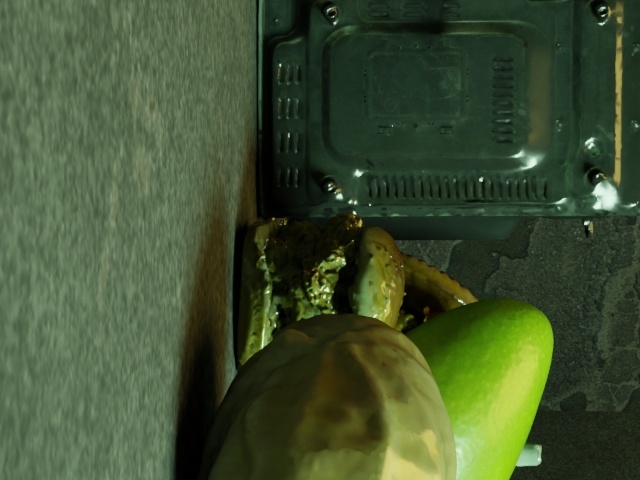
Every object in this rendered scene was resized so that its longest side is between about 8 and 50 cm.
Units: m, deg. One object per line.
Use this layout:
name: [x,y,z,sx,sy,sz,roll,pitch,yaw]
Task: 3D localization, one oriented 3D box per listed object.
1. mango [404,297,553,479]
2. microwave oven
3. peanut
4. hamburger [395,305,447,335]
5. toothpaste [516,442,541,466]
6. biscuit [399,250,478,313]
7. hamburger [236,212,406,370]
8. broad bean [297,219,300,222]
mango: [0.084,0.186,0.977,0.156,0.343,0.192,34,-14,48]
microwave oven: [0.124,-0.142,1.073,0.218,0.355,0.286,-26,117,-86]
peanut: [-0.001,0.197,0.655,0.174,0.158,0.340,125,-27,-62]
hamburger: [0.077,0.207,1.409,0.291,0.225,0.291,-175,-90,-88]
toothpaste: [0.079,0.206,1.090,0.047,0.268,0.069,-59,144,-63]
biscuit: [0.120,0.127,1.579,0.040,0.318,0.318,-53,154,-34]
hamburger: [0.002,0.056,0.915,0.185,0.131,0.159,-7,98,-88]
broad bean: [-0.009,0.000,1.386,0.075,0.067,0.325,60,7,-1]
